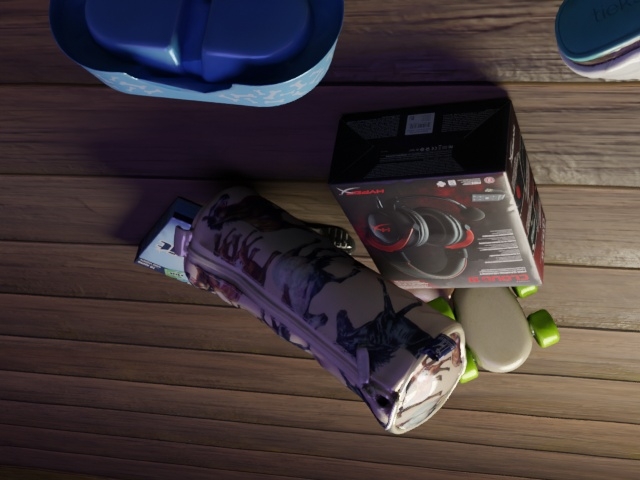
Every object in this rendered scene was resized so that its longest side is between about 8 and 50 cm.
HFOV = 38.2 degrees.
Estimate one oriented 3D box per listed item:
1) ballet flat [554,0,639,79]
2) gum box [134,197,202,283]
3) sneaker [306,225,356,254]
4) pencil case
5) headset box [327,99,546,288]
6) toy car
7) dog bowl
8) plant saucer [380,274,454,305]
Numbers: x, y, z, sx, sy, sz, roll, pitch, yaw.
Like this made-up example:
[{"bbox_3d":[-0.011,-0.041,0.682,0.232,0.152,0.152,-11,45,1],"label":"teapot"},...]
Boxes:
[{"bbox_3d":[0.393,-0.236,0.793,0.139,0.139,0.400,32,148,-31],"label":"ballet flat"},{"bbox_3d":[-0.190,0.014,1.464,0.157,0.041,0.184,23,147,-19],"label":"gum box"},{"bbox_3d":[0.000,0.000,1.390,0.109,0.040,0.044,14,166,2],"label":"sneaker"},{"bbox_3d":[-0.006,0.084,1.238,0.410,0.160,0.183,33,-160,24],"label":"pencil case"},{"bbox_3d":[0.164,-0.038,1.190,0.218,0.110,0.293,-2,147,22],"label":"headset box"},{"bbox_3d":[0.242,0.114,1.378,0.155,0.149,0.188,-24,180,0],"label":"toy car"},{"bbox_3d":[-0.122,-0.219,0.943,0.297,0.166,0.074,7,161,7],"label":"dog bowl"},{"bbox_3d":[0.160,0.116,1.525,0.198,0.036,0.198,7,149,4],"label":"plant saucer"}]
